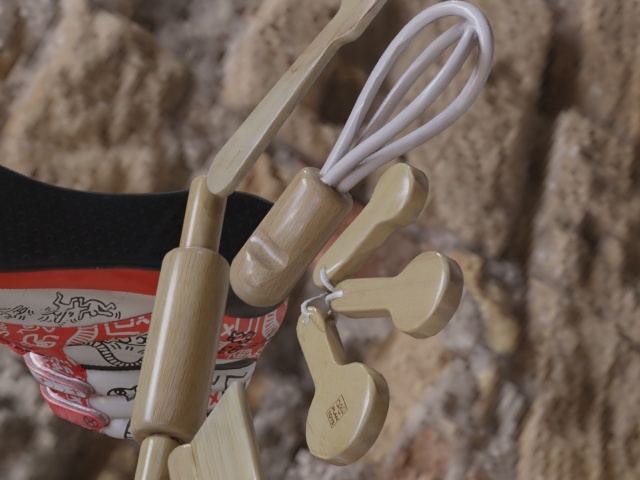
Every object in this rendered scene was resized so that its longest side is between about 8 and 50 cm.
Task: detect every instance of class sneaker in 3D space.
[{"bbox_3d":[-0.154,0.035,0.932,0.090,0.270,0.145,-98,21,-44],"label":"sneaker"}]

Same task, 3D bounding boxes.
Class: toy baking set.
[{"bbox_3d":[-0.005,0.004,0.695,0.196,0.030,0.256,-30,43,43],"label":"toy baking set"}]
